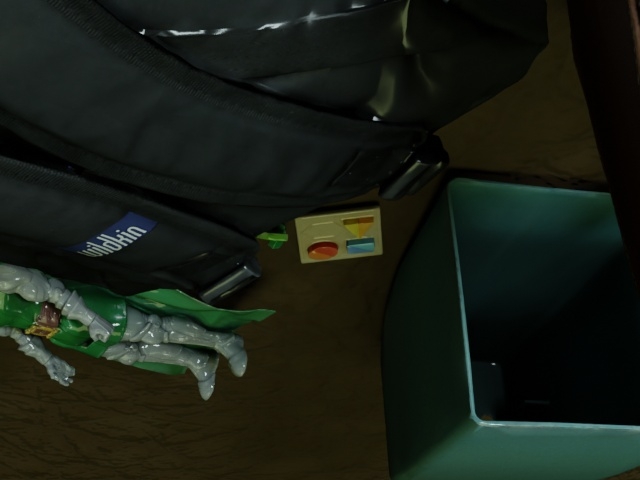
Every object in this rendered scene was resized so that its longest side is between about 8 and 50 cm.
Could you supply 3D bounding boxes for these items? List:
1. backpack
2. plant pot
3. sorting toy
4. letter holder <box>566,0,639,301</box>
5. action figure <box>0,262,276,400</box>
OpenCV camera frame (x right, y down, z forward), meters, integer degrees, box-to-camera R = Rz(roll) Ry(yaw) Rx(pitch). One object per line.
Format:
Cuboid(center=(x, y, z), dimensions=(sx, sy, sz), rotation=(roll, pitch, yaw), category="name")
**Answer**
Cuboid(center=(-0.134, -0.122, 0.523), dimensions=(0.290, 0.273, 0.355), rotation=(-29, 163, 35), category="backpack")
Cuboid(center=(0.131, 0.091, 0.951), dimensions=(0.165, 0.166, 0.234), rotation=(4, 152, -16), category="plant pot")
Cuboid(center=(0.000, 0.000, 0.919), dimensions=(0.083, 0.012, 0.062), rotation=(-7, 148, 0), category="sorting toy")
Cuboid(center=(0.181, -0.102, 0.551), dimensions=(0.152, 0.214, 0.302), rotation=(-11, 148, 10), category="letter holder")
Cuboid(center=(-0.165, 0.055, 0.938), dimensions=(0.232, 0.063, 0.137), rotation=(18, 143, -27), category="action figure")
